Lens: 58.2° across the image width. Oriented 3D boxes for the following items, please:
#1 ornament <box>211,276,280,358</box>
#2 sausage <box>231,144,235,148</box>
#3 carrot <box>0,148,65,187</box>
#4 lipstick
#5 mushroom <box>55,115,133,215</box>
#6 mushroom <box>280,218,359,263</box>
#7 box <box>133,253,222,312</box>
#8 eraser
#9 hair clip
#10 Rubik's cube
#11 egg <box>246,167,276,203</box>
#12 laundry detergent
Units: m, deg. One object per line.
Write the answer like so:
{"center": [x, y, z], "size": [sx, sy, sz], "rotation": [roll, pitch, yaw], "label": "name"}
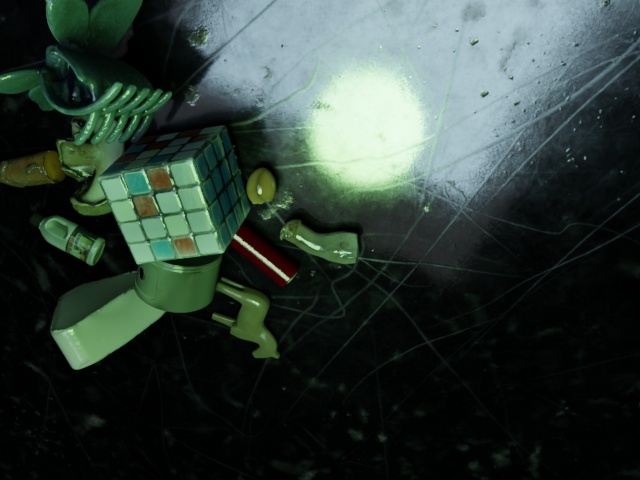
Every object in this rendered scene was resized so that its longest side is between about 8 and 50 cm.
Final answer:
{"center": [-0.216, 0.250, 1.740], "size": [0.244, 0.061, 0.230], "rotation": [22, 120, 4], "label": "ornament"}
{"center": [-0.351, -0.221, 1.556], "size": [0.269, 0.033, 0.033], "rotation": [-12, 112, 17], "label": "sausage"}
{"center": [-0.858, -0.202, 1.649], "size": [0.263, 0.102, 0.102], "rotation": [-2, 115, 19], "label": "carrot"}
{"center": [-0.173, 0.032, 1.617], "size": [0.241, 0.080, 0.080], "rotation": [40, 117, -8], "label": "lipstick"}
{"center": [-0.581, -0.197, 1.547], "size": [0.189, 0.164, 0.267], "rotation": [-17, 76, -6], "label": "mushroom"}
{"center": [-0.002, 0.003, 1.568], "size": [0.223, 0.081, 0.092], "rotation": [16, 136, 6], "label": "mushroom"}
{"center": [-0.395, 0.073, 1.600], "size": [0.226, 0.226, 0.149], "rotation": [18, 118, 3], "label": "box"}
{"center": [-0.671, 0.223, 1.742], "size": [0.331, 0.331, 0.150], "rotation": [-12, 114, 17], "label": "eraser"}
{"center": [-0.517, -0.366, 1.317], "size": [0.392, 0.318, 0.238], "rotation": [-43, 91, 14], "label": "hair clip"}
{"center": [-0.352, -0.119, 1.446], "size": [0.253, 0.256, 0.259], "rotation": [-8, 118, 15], "label": "Rubik's cube"}
{"center": [-0.157, -0.145, 1.526], "size": [0.080, 0.080, 0.096], "rotation": [3, 119, 10], "label": "egg"}
{"center": [-0.762, -0.016, 1.722], "size": [0.225, 0.070, 0.099], "rotation": [30, 126, -2], "label": "laundry detergent"}
